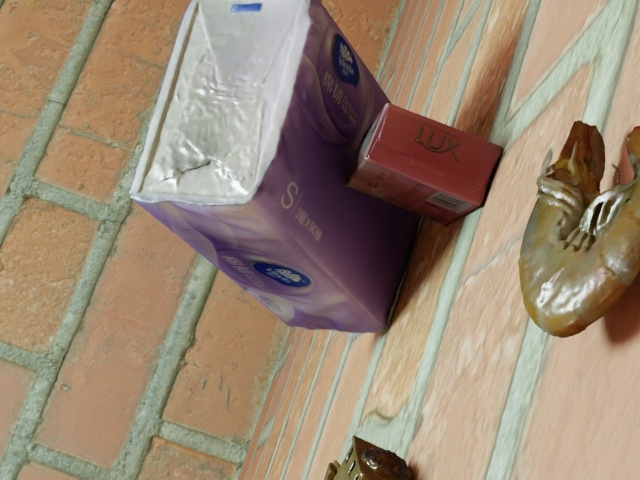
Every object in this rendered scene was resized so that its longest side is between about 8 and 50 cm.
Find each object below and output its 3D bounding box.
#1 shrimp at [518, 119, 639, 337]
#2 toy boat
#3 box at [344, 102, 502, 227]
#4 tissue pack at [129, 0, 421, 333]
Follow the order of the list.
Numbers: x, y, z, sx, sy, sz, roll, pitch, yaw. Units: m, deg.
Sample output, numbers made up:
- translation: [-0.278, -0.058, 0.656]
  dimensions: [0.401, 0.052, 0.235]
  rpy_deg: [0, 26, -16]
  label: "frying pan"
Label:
- translation: [0.130, -0.024, 0.509]
  dimensions: [0.162, 0.045, 0.095]
  rpy_deg: [-70, 3, -47]
  label: "shrimp"
- translation: [0.032, 0.189, 0.747]
  dimensions: [0.077, 0.057, 0.200]
  rpy_deg: [-63, 4, 5]
  label: "toy boat"
- translation: [0.086, -0.065, 0.955]
  dimensions: [0.156, 0.111, 0.060]
  rpy_deg: [140, 151, -80]
  label: "box"
- translation: [-0.019, -0.069, 1.102]
  dimensions: [0.338, 0.160, 0.242]
  rpy_deg: [44, -125, -54]
  label: "tissue pack"
